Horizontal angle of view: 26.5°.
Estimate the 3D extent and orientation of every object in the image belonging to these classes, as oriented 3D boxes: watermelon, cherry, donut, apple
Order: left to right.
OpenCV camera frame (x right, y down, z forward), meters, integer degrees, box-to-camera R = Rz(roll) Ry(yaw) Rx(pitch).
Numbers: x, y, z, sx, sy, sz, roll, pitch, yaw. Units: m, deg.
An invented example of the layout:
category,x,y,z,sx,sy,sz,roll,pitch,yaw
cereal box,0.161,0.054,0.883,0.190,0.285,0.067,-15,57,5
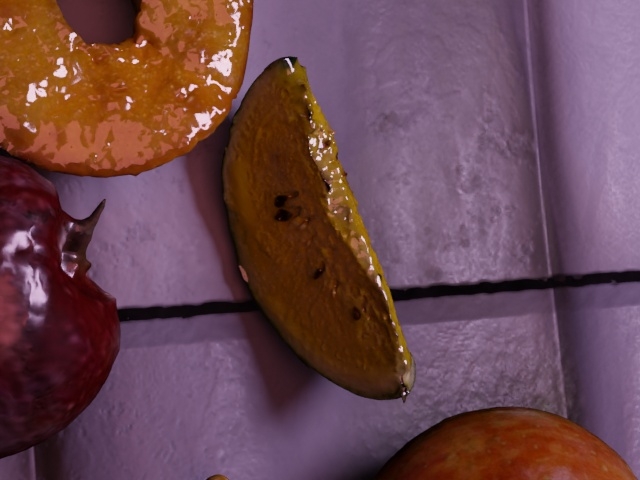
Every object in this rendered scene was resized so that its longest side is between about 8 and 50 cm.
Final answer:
category,x,y,z,sx,sy,sz,roll,pitch,yaw
cherry,-0.284,0.059,1.023,0.300,0.203,0.230,-23,104,4
donut,-0.195,-0.195,1.118,0.303,0.110,0.303,2,84,-22
watermelon,0.000,0.000,1.163,0.123,0.129,0.301,-21,89,-22
apple,0.145,0.295,1.129,0.250,0.277,0.309,6,59,-7

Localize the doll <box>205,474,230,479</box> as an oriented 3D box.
category,x,y,z,sx,sy,sz,roll,pitch,yaw
doll,-0.147,0.328,1.077,0.269,0.162,0.167,-25,126,-25
